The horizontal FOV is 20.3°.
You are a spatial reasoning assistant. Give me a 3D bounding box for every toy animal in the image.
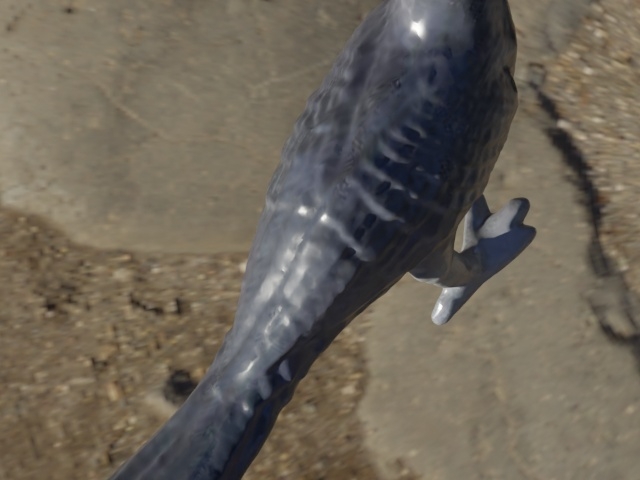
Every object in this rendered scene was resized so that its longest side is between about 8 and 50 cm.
[{"bbox_3d":[0.024,-0.015,0.736,0.081,0.206,0.367,34,105,22],"label":"toy animal"}]
